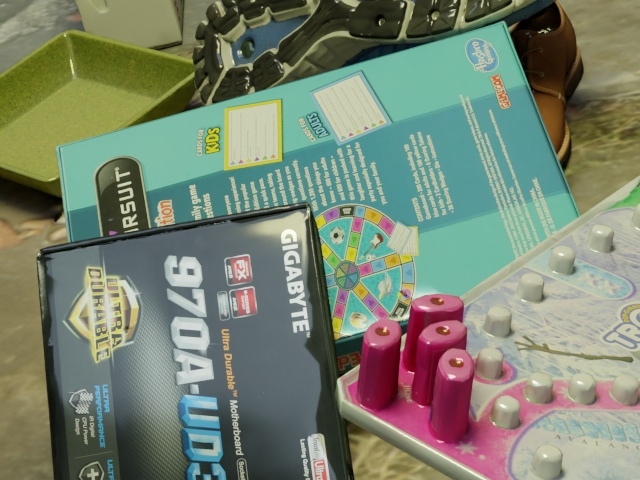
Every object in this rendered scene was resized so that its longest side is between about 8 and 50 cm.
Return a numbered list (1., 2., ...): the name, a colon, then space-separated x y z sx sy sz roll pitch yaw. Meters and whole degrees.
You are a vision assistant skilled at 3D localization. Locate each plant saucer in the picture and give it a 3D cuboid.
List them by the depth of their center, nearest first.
1. plant saucer: -0.215 -0.101 1.596 0.188 0.045 0.188 18 46 40

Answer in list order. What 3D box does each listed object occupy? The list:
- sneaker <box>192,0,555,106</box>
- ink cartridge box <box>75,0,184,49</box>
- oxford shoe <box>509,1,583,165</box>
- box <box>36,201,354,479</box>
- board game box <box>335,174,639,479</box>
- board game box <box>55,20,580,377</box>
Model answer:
1. sneaker: 0.063 -0.174 1.454 0.330 0.147 0.130 -17 69 34
2. ink cartridge box: -0.184 -0.284 1.755 0.087 0.153 0.208 -11 35 5
3. oxford shoe: 0.153 -0.114 1.433 0.076 0.076 0.212 -2 37 17
4. box: -0.074 0.098 1.136 0.175 0.051 0.220 -9 67 5
5. board game box: 0.273 0.070 0.974 0.390 0.050 0.390 27 37 29
6. board game box: 0.000 0.000 1.282 0.336 0.079 0.254 -15 46 2
